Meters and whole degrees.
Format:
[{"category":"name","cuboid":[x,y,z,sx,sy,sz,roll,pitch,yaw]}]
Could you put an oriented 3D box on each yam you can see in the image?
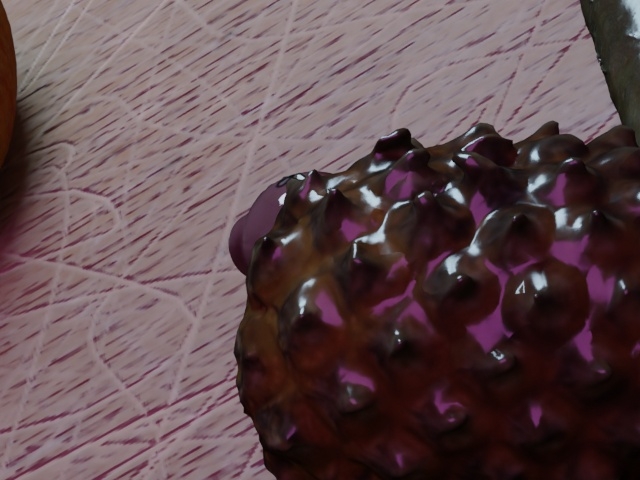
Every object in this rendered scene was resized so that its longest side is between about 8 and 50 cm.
[{"category":"yam","cuboid":[0.162,-0.063,0.824,0.068,0.068,0.169,-25,43,17]}]

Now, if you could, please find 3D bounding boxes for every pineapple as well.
[{"category":"pineapple","cuboid":[0.148,0.036,0.676,0.361,0.175,0.175,1,51,23]}]

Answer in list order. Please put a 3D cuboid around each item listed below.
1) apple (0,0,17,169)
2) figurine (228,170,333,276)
[{"category":"apple","cuboid":[-0.339,-0.108,1.113,0.299,0.275,0.299,-18,40,16]},{"category":"figurine","cuboid":[0.000,0.000,0.887,0.083,0.071,0.067,-12,85,41]}]
